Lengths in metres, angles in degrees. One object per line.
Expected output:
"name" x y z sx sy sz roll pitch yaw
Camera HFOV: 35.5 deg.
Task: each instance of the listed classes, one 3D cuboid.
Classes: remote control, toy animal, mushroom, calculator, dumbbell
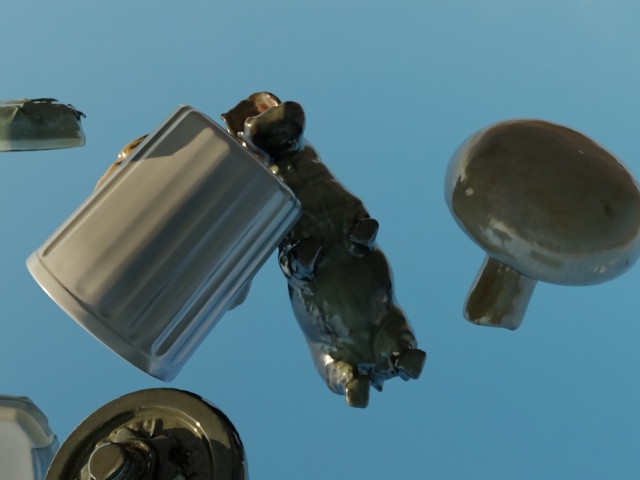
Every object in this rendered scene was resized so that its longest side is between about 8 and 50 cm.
"remote control" -0.328 -0.095 0.869 0.247 0.052 0.104 -1 -172 4
"toy animal" 0.000 -0.008 0.980 0.106 0.168 0.343 -22 -97 -9
"mushroom" 0.209 -0.008 0.995 0.207 0.215 0.207 18 -158 -8
"calculator" -0.344 0.192 0.932 0.210 0.121 0.039 6 -156 5
"dumbbell" -0.092 0.272 0.880 0.179 0.406 0.179 -11 -128 15

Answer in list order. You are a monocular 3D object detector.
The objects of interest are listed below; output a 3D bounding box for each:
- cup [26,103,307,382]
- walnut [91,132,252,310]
"cup" -0.134 -0.002 0.913 0.167 0.202 0.221 41 178 -5
"walnut" -0.172 -0.004 1.173 0.198 0.245 0.198 -18 -146 13
